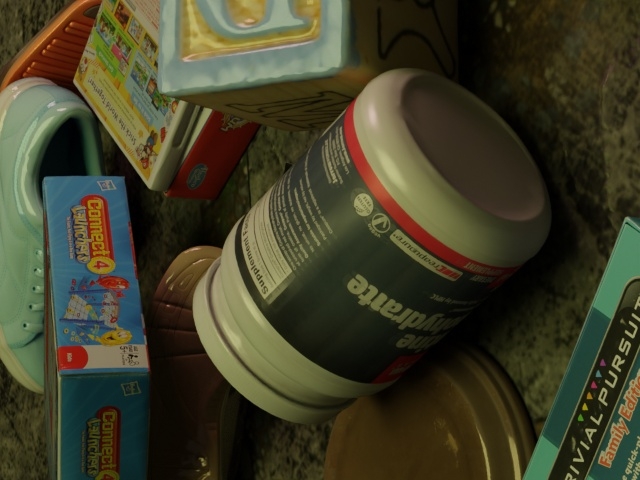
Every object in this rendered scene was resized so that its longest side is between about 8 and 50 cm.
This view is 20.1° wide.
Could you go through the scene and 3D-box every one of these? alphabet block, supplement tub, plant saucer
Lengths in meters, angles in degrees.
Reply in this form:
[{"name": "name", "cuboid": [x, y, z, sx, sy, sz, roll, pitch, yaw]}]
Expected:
[{"name": "alphabet block", "cuboid": [-0.007, -0.206, 1.557, 0.193, 0.197, 0.192, -2, 82, 32]}, {"name": "supplement tub", "cuboid": [0.039, 0.008, 1.488, 0.272, 0.191, 0.191, -45, 50, 32]}, {"name": "plant saucer", "cuboid": [0.085, 0.218, 1.555, 0.278, 0.041, 0.278, -8, 80, 54]}]

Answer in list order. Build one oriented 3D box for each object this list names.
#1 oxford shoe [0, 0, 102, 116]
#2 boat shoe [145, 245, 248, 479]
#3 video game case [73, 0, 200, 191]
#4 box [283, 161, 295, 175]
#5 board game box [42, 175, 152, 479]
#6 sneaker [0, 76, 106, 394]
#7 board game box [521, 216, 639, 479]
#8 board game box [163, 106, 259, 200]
[{"name": "oxford shoe", "cuboid": [-0.328, -0.193, 2.125, 0.364, 0.130, 0.132, -45, 42, 39]}, {"name": "boat shoe", "cuboid": [-0.121, 0.146, 1.806, 0.103, 0.092, 0.285, 3, 92, 10]}, {"name": "video game case", "cuboid": [-0.177, -0.196, 1.880, 0.227, 0.026, 0.206, 51, 126, 44]}, {"name": "box", "cuboid": [0.000, 0.000, 1.655, 0.027, 0.094, 0.137, 22, 103, 54]}, {"name": "board game box", "cuboid": [-0.231, 0.145, 1.827, 0.302, 0.086, 0.308, -104, 16, -49]}, {"name": "sneaker", "cuboid": [-0.297, 0.009, 2.002, 0.150, 0.135, 0.366, 20, 118, 56]}, {"name": "board game box", "cuboid": [0.292, 0.170, 1.230, 0.336, 0.079, 0.254, 42, 120, 49]}, {"name": "board game box", "cuboid": [-0.107, -0.237, 1.864, 0.316, 0.064, 0.242, -57, 44, 34]}]
